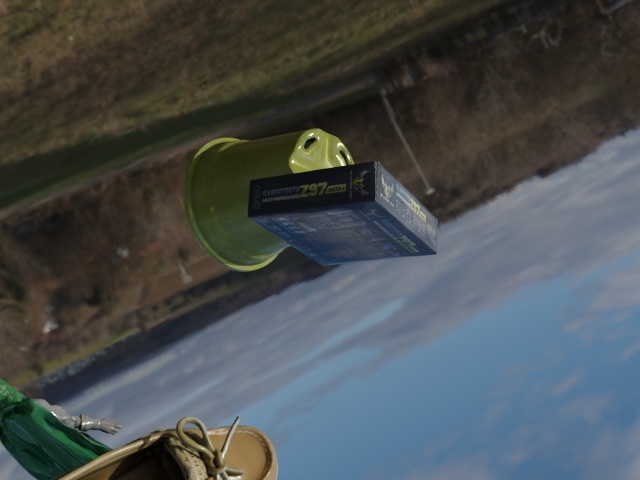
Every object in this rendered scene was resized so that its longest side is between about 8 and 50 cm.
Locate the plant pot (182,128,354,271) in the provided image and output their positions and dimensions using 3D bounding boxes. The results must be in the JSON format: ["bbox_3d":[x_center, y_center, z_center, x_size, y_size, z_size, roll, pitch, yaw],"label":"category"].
[{"bbox_3d":[-0.076,-0.095,1.748,0.254,0.276,0.276,-14,-172,41],"label":"plant pot"}]

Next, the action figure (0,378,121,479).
[{"bbox_3d":[-0.243,0.218,0.921,0.137,0.232,0.063,-38,-161,32],"label":"action figure"}]

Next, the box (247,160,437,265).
[{"bbox_3d":[0.037,-0.030,1.233,0.183,0.059,0.233,-6,161,26],"label":"box"}]

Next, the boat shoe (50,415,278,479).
[{"bbox_3d":[-0.141,0.216,0.758,0.285,0.104,0.089,-17,152,-42],"label":"boat shoe"}]
